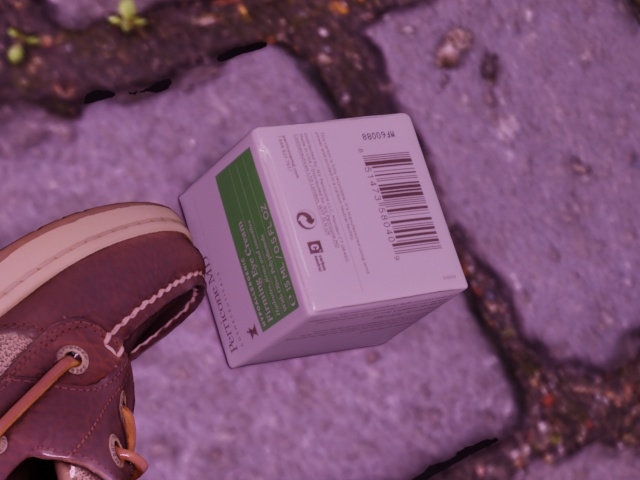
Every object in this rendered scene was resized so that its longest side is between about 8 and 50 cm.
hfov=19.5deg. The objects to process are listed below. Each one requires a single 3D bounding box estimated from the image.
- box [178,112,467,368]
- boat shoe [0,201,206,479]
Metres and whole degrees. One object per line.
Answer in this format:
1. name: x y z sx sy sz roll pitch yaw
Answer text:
1. box: 0.000 0.000 0.947 0.102 0.087 0.101 -8 72 -34
2. boat shoe: -0.135 0.091 0.759 0.123 0.123 0.342 46 32 6
